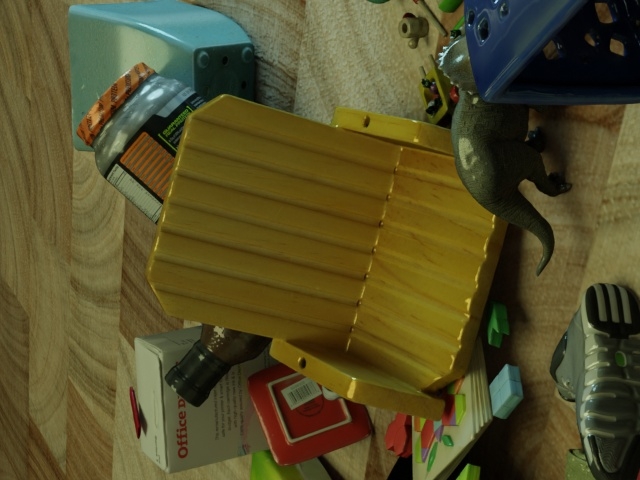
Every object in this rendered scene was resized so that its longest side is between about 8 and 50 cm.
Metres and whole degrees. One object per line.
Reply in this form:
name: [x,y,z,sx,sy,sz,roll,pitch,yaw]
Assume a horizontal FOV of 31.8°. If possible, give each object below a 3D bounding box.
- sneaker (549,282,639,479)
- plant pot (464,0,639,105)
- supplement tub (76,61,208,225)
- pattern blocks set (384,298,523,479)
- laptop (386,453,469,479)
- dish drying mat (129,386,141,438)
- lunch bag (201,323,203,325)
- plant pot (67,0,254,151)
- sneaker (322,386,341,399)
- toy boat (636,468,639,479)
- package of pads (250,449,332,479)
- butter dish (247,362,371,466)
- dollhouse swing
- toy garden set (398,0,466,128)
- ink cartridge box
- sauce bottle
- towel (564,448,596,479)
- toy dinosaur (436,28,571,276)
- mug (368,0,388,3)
sneaker: [0.299,0.171,1.208,0.132,0.086,0.229,114,165,-58]
plant pot: [0.266,-0.272,1.036,0.236,0.236,0.212,-47,51,54]
supplement tub: [-0.205,-0.110,1.712,0.316,0.193,0.193,43,146,-4]
pattern blocks set: [0.158,0.224,1.410,0.285,0.026,0.325,-96,26,-55]
laptop: [0.226,0.457,1.495,0.408,0.236,0.382,-88,15,-47]
dish drying mat: [-0.296,0.275,1.796,0.083,0.008,0.032,-112,24,-43]
lunch bag: [-0.181,0.061,2.008,0.219,0.090,0.176,63,144,28]
plant pot: [-0.248,-0.271,1.904,0.252,0.247,0.248,14,111,36]
sneaker: [0.054,0.127,1.613,0.268,0.101,0.153,-46,61,57]
toy boat: [0.387,0.299,1.090,0.151,0.151,0.231,86,170,-81]
package of pads: [-0.030,0.487,1.826,0.296,0.101,0.229,-131,42,-56]
butter dish: [-0.018,0.270,1.761,0.118,0.160,0.160,92,157,-66]
dollhouse swing: [0.000,0.000,1.387,0.315,0.305,0.347,21,96,56]
toy garden set: [0.154,-0.275,1.394,0.204,0.049,0.244,-49,56,52]
ink cartridge box: [-0.151,0.239,1.817,0.117,0.278,0.201,15,110,57]
sauce bottle: [-0.096,0.098,1.669,0.344,0.111,0.111,-50,41,-1]
towel: [0.329,0.310,1.271,0.148,0.027,0.110,30,124,52]
toy dinosaur: [0.198,-0.117,1.250,0.121,0.160,0.314,19,113,57]
mug: [0.052,-0.407,1.484,0.158,0.097,0.129,60,143,33]
